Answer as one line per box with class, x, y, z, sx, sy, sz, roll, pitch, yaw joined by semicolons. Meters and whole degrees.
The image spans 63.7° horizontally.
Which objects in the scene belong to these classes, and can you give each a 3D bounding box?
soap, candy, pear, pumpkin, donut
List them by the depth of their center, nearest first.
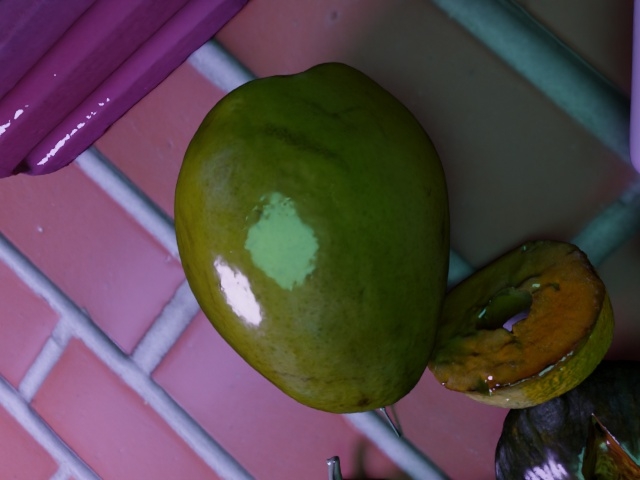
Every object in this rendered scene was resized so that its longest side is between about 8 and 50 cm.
pumpkin;0.286;0.216;0.478;0.237;0.159;0.238;12;122;19
pear;0.000;0.000;0.480;0.252;0.253;0.307;-12;110;20
donut;0.185;0.083;0.486;0.178;0.162;0.065;-34;115;30
soap;-0.273;-0.202;0.523;0.359;0.233;0.128;-32;89;21
candy;0.074;0.204;0.617;0.023;0.025;0.083;-29;99;4

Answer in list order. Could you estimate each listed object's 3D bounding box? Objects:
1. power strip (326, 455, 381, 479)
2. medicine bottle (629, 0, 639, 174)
power strip;0.059;0.398;0.649;0.093;0.053;0.288;-10;99;21
medicine bottle;0.333;-0.137;0.350;0.213;0.213;0.379;-1;102;18
